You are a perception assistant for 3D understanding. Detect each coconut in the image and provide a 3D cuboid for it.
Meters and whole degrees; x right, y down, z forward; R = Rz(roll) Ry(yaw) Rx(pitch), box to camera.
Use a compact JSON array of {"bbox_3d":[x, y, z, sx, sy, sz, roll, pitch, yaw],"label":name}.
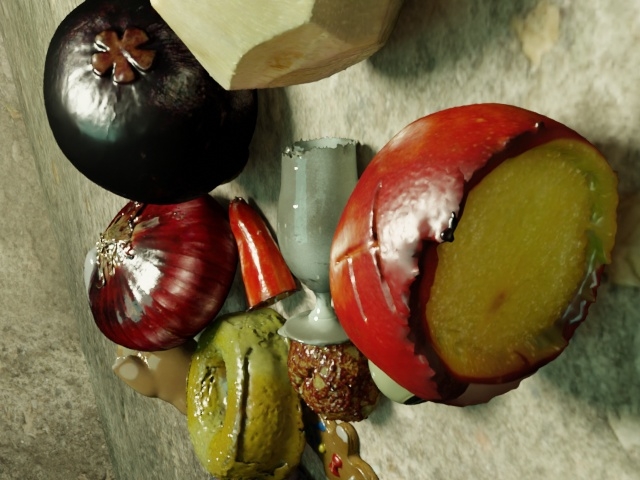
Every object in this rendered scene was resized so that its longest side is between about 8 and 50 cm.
[{"bbox_3d":[-0.029,-0.229,0.469,0.237,0.237,0.197,2,105,56],"label":"coconut"}]

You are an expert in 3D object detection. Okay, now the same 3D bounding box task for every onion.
[{"bbox_3d":[-0.231,0.054,0.958,0.273,0.285,0.273,-16,58,27],"label":"onion"}]

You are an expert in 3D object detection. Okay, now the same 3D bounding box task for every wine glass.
[{"bbox_3d":[0.000,0.000,0.656,0.103,0.103,0.222,20,116,52],"label":"wine glass"}]

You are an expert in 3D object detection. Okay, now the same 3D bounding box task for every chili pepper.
[{"bbox_3d":[-0.094,0.011,0.851,0.088,0.065,0.169,-33,72,41],"label":"chili pepper"}]

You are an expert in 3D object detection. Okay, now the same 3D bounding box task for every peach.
[{"bbox_3d":[0.106,0.010,0.424,0.190,0.196,0.226,35,147,-4],"label":"peach"}]

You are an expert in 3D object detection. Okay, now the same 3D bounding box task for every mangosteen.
[{"bbox_3d":[-0.207,-0.173,0.779,0.302,0.275,0.275,62,-177,-80],"label":"mangosteen"}]

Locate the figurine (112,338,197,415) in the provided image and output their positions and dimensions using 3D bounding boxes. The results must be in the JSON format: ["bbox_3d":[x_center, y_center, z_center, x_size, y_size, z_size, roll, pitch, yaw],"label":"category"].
[{"bbox_3d":[-0.263,0.214,1.117,0.173,0.247,0.177,-93,21,-78],"label":"figurine"}]

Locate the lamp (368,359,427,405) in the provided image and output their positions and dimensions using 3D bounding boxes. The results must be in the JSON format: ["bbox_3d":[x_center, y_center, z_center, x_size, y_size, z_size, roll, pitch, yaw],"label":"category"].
[{"bbox_3d":[0.082,0.081,0.604,0.091,0.091,0.163,118,142,-49],"label":"lamp"}]

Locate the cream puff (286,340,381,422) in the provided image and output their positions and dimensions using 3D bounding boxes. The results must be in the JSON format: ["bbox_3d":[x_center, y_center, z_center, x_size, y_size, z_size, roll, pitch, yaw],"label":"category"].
[{"bbox_3d":[0.011,0.163,0.740,0.149,0.084,0.149,35,135,45],"label":"cream puff"}]

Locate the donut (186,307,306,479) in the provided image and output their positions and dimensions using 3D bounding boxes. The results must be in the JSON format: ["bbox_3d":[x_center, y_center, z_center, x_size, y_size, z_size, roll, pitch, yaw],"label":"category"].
[{"bbox_3d":[-0.128,0.234,0.902,0.272,0.107,0.272,-9,79,53],"label":"donut"}]

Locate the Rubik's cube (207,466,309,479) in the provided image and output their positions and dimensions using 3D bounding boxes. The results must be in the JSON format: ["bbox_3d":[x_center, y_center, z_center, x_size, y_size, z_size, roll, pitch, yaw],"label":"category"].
[{"bbox_3d":[-0.116,0.597,0.913,0.344,0.344,0.337,42,138,41],"label":"Rubik's cube"}]

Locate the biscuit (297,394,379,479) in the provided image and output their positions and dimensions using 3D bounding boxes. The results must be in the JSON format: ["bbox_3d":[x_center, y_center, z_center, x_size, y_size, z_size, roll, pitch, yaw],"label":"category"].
[{"bbox_3d":[0.019,0.303,0.851,0.205,0.031,0.138,45,139,34],"label":"biscuit"}]
